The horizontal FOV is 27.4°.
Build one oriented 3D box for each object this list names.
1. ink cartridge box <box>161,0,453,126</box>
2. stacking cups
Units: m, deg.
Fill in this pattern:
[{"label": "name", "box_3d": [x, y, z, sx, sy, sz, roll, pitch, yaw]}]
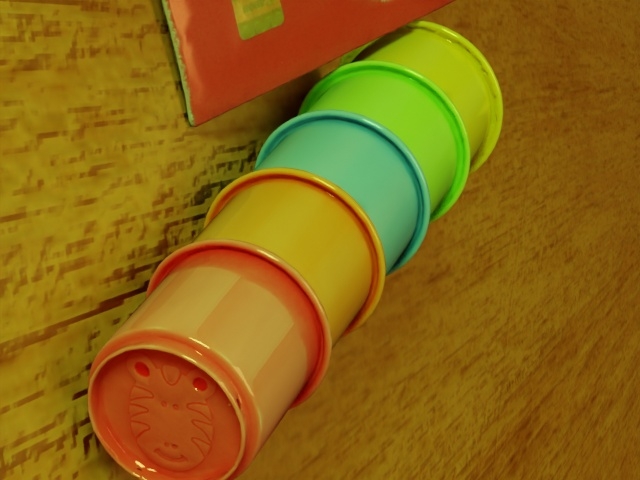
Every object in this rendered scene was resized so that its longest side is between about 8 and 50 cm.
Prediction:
[{"label": "ink cartridge box", "box_3d": [0.025, -0.222, 0.591, 0.296, 0.066, 0.261, -33, 115, -43]}, {"label": "stacking cups", "box_3d": [0.000, 0.000, 0.567, 0.316, 0.096, 0.096, -55, 134, -55]}]
